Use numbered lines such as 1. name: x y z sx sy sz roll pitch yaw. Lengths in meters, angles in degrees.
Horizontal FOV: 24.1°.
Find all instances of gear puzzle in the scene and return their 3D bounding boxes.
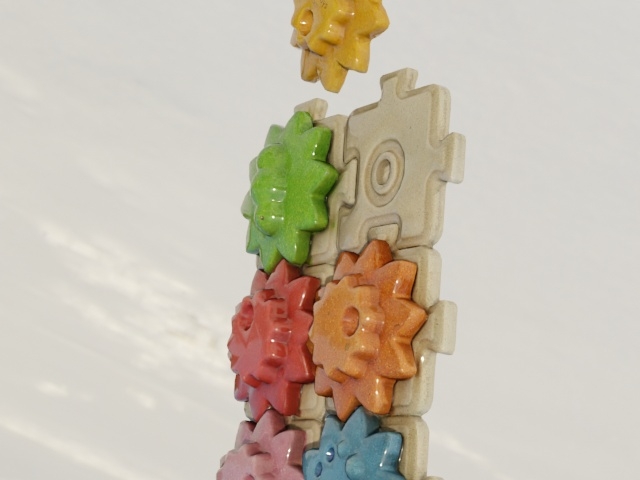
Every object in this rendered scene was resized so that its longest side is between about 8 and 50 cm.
1. gear puzzle: 0.000 0.000 0.744 0.044 0.339 0.175 11 167 -32
